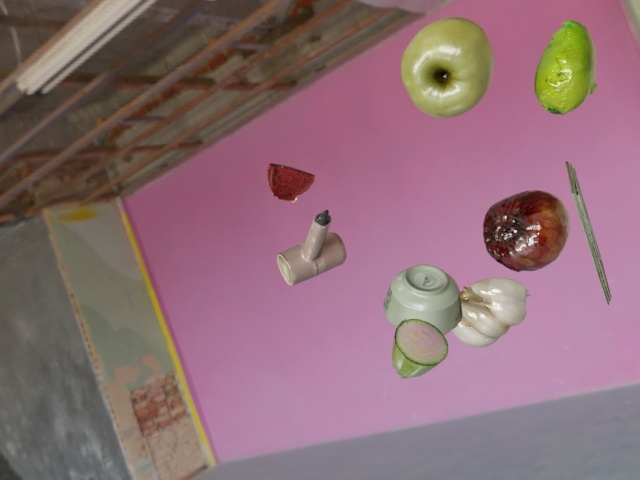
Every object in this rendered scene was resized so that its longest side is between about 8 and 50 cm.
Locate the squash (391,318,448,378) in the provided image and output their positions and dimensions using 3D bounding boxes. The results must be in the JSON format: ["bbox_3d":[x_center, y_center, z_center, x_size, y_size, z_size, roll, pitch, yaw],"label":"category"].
[{"bbox_3d":[0.166,0.223,1.264,0.105,0.105,0.132,-18,-33,-31],"label":"squash"}]

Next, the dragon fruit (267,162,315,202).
[{"bbox_3d":[-0.112,-0.179,2.088,0.162,0.107,0.083,9,12,-32],"label":"dragon fruit"}]

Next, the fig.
[{"bbox_3d":[0.555,-0.030,1.813,0.224,0.224,0.263,-22,14,46],"label":"fig"}]

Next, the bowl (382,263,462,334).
[{"bbox_3d":[0.266,0.137,1.740,0.211,0.112,0.211,-1,36,1],"label":"bowl"}]

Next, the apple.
[{"bbox_3d":[0.340,-0.465,1.820,0.262,0.263,0.262,-19,-3,-1],"label":"apple"}]

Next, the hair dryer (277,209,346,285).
[{"bbox_3d":[0.000,0.000,1.854,0.189,0.107,0.344,-22,-19,-20],"label":"hair dryer"}]

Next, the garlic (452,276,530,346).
[{"bbox_3d":[0.478,0.220,2.026,0.203,0.185,0.281,22,-21,-14],"label":"garlic"}]

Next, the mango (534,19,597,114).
[{"bbox_3d":[0.441,-0.307,1.203,0.100,0.179,0.119,18,-19,-7],"label":"mango"}]

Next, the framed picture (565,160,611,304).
[{"bbox_3d":[0.588,-0.022,1.483,0.017,0.275,0.217,-16,21,23],"label":"framed picture"}]
